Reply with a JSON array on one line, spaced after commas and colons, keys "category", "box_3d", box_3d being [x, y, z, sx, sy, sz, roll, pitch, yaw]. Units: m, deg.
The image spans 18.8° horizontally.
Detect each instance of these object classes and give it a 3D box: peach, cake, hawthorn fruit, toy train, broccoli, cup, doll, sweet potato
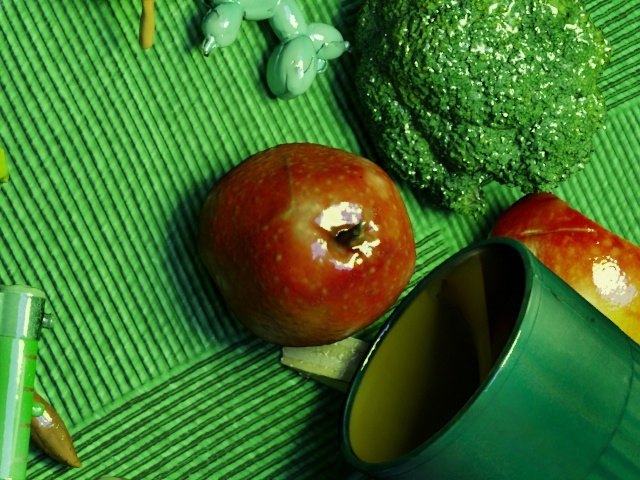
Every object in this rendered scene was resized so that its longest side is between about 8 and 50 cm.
[{"category": "peach", "box_3d": [0.253, 0.041, 1.866, 0.190, 0.190, 0.192, -3, 88, -27]}, {"category": "cake", "box_3d": [0.018, 0.117, 1.824, 0.121, 0.065, 0.052, 17, 76, -1]}, {"category": "hawthorn fruit", "box_3d": [0.000, 0.000, 1.716, 0.196, 0.225, 0.197, 1, 86, -20]}, {"category": "toy train", "box_3d": [-0.290, 0.148, 1.629, 0.119, 0.085, 0.251, 7, 83, -17]}, {"category": "broccoli", "box_3d": [0.156, -0.163, 1.830, 0.241, 0.261, 0.269, -4, 57, -52]}, {"category": "cup", "box_3d": [0.184, 0.200, 1.707, 0.292, 0.242, 0.308, 36, 93, -21]}, {"category": "doll", "box_3d": [-0.045, -0.211, 1.813, 0.159, 0.059, 0.159, -3, 84, -28]}, {"category": "sweet potato", "box_3d": [-0.240, 0.164, 1.685, 0.034, 0.034, 0.095, -39, 100, -25]}]

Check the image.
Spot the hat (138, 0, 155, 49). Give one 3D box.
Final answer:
[{"category": "hat", "box_3d": [-0.132, -0.283, 1.716, 0.244, 0.233, 0.233, 1, 107, -30]}]

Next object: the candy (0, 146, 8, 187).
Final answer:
[{"category": "candy", "box_3d": [-0.344, -0.118, 1.635, 0.096, 0.096, 0.209, -29, 92, -26]}]

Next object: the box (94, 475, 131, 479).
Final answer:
[{"category": "box", "box_3d": [-0.103, 0.324, 1.616, 0.274, 0.178, 0.138, 27, 69, 6]}]
